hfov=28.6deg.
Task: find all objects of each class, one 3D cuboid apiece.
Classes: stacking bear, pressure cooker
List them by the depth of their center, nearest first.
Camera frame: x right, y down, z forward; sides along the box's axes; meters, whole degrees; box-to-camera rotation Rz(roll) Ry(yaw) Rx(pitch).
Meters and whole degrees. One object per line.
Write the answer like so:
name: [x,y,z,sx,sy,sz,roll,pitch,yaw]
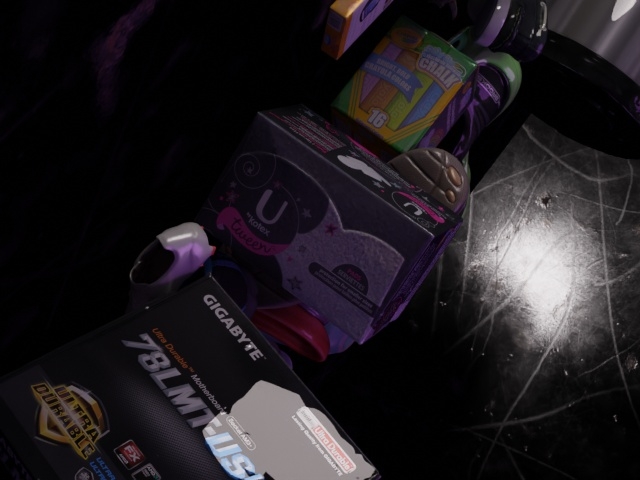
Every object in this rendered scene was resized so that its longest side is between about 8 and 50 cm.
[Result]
stacking bear: [0.000,0.000,1.782,0.289,0.175,0.164,-61,179,-14]
pressure cooker: [0.510,-0.393,2.089,0.420,0.370,0.375,-55,141,-5]

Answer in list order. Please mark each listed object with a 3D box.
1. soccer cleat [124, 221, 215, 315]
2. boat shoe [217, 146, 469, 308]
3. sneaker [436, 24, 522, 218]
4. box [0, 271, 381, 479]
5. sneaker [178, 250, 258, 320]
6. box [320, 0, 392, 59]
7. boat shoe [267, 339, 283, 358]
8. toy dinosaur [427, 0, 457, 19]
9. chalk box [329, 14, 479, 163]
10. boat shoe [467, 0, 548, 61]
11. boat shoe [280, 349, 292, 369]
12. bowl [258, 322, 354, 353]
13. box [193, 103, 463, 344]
soccer cleat: [-0.186,0.054,1.380,0.076,0.068,0.196,-7,140,-45]
boat shoe: [0.032,-0.001,1.635,0.355,0.132,0.130,-22,168,7]
sneaker: [0.157,-0.140,2.038,0.202,0.185,0.483,-30,151,-35]
box: [-0.141,0.208,1.246,0.293,0.295,0.073,-28,157,-33]
sneaker: [-0.206,0.157,1.503,0.341,0.125,0.139,-61,162,-8]
box: [0.054,-0.278,1.443,0.136,0.028,0.081,-51,169,-27]
boat shoe: [-0.160,0.259,2.050,0.116,0.123,0.324,-21,-161,31]
toy dinosaur: [0.194,-0.364,1.711,0.118,0.064,0.268,-53,175,12]
chalk box: [0.127,-0.207,1.708,0.213,0.132,0.132,-53,168,-11]
boat shoe: [0.272,-0.340,1.799,0.114,0.091,0.302,-58,-169,36]
boat shoe: [-0.157,0.288,2.199,0.258,0.095,0.084,-38,168,-23]
bowl: [0.020,0.064,2.022,0.311,0.163,0.311,-50,169,-13]
box: [0.008,-0.022,1.452,0.163,0.247,0.142,-58,167,19]
